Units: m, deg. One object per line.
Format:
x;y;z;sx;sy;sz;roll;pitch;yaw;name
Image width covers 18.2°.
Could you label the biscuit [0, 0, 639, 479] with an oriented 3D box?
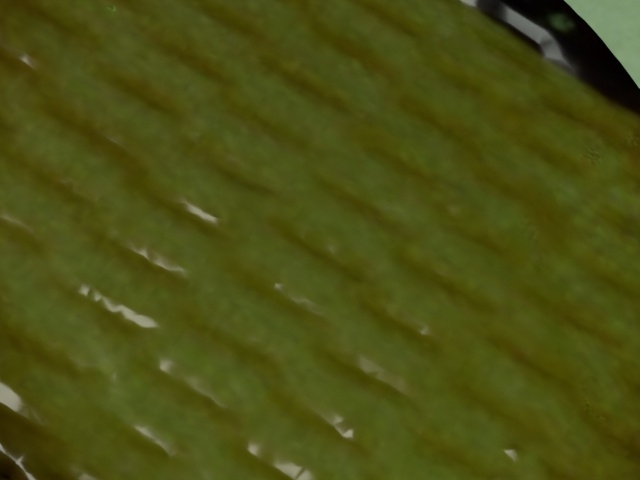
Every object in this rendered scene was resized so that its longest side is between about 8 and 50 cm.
0.000;0.000;0.734;0.318;0.040;0.318;8;60;-15;biscuit
